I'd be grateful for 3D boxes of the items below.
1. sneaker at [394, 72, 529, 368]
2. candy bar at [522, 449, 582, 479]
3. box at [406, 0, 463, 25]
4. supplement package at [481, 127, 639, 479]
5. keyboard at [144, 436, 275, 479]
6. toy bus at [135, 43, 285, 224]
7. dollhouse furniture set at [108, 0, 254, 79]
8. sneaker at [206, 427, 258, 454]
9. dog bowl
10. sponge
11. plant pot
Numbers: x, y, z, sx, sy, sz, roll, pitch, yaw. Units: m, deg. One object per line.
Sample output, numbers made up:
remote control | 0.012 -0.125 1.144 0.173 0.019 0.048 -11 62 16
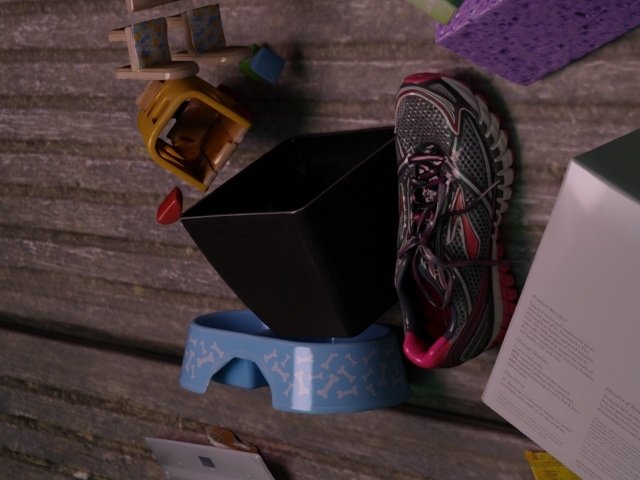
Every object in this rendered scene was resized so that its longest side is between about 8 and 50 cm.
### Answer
sneaker | 0.123 -0.017 1.459 0.121 0.112 0.299 2 108 44
candy bar | 0.269 0.225 1.488 0.161 0.018 0.040 -13 101 47
box | 0.036 -0.357 1.205 0.322 0.232 0.058 34 172 3
supplement package | 0.301 0.061 1.250 0.199 0.198 0.262 37 131 29
keyboard | -0.140 0.291 1.906 0.256 0.014 0.072 -2 118 50
toy bus | -0.147 -0.134 1.606 0.104 0.191 0.202 32 143 -21
dollhouse furniture set | -0.088 -0.284 1.457 0.161 0.242 0.212 7 112 43
sneaker | -0.114 0.269 1.882 0.083 0.032 0.037 27 129 38
dog bowl | -0.034 0.129 1.652 0.297 0.166 0.074 5 100 44
sponge | 0.210 -0.205 1.292 0.210 0.117 0.031 -28 49 47
plant pot | 0.000 0.000 1.551 0.188 0.187 0.167 -1 118 45
